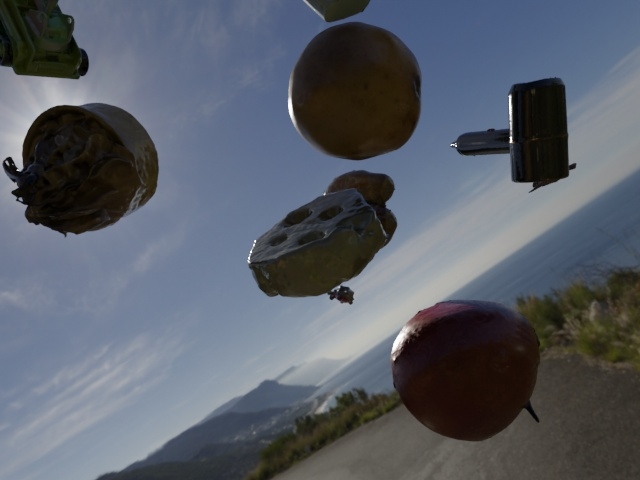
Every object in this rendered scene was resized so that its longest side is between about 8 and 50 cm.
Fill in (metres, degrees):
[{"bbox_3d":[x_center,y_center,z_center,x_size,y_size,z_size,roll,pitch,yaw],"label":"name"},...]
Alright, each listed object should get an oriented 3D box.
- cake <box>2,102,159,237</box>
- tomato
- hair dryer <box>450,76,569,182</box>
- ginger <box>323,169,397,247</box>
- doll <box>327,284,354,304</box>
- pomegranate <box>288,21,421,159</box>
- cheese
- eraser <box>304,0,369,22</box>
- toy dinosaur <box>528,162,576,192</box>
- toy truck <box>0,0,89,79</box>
[{"bbox_3d":[-0.606,-0.166,1.270,0.332,0.332,0.321,-39,8,22],"label":"cake"},{"bbox_3d":[0.297,0.219,0.990,0.309,0.309,0.170,-26,-16,-29],"label":"tomato"},{"bbox_3d":[0.369,-0.226,1.098,0.107,0.189,0.352,-10,12,-18],"label":"hair dryer"},{"bbox_3d":[0.120,-0.071,1.550,0.245,0.304,0.155,-20,-37,22],"label":"ginger"},{"bbox_3d":[0.053,0.122,1.161,0.039,0.057,0.114,-37,-5,-19],"label":"doll"},{"bbox_3d":[0.081,-0.311,1.116,0.307,0.307,0.307,-32,-13,-8],"label":"pomegranate"},{"bbox_3d":[0.000,0.000,1.114,0.318,0.115,0.326,-4,32,50],"label":"cheese"},{"bbox_3d":[0.005,-0.703,1.412,0.174,0.227,0.081,-32,-19,-32],"label":"eraser"},{"bbox_3d":[0.698,-0.187,1.561,0.126,0.039,0.162,-11,24,33],"label":"toy dinosaur"},{"bbox_3d":[-0.453,-0.385,0.807,0.135,0.259,0.128,-41,-16,36],"label":"toy truck"}]
